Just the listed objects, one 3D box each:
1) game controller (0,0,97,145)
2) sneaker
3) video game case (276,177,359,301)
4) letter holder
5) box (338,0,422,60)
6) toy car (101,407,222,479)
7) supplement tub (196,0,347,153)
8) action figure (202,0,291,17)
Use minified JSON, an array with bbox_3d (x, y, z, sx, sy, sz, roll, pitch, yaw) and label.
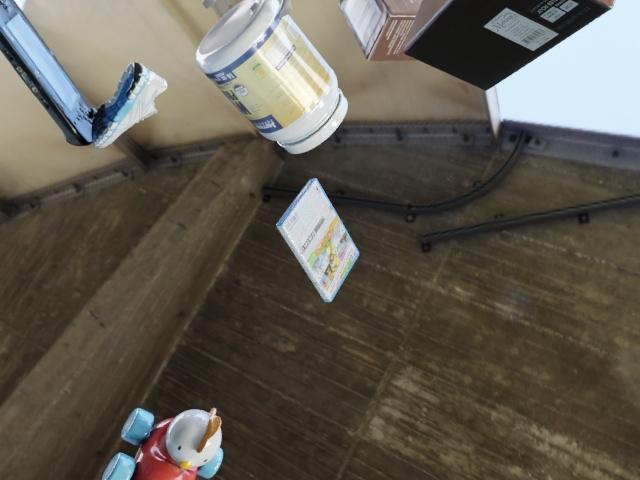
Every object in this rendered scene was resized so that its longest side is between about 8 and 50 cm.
[{"bbox_3d":[-0.516,-0.319,1.161,0.067,0.319,0.166,-32,-148,-3],"label":"game controller"},{"bbox_3d":[-0.345,-0.231,1.153,0.191,0.083,0.071,-41,-122,27],"label":"sneaker"},{"bbox_3d":[0.000,0.000,1.028,0.015,0.166,0.119,-6,-142,38],"label":"video game case"},{"bbox_3d":[0.259,-0.368,0.849,0.152,0.302,0.214,21,-99,-10],"label":"letter holder"},{"bbox_3d":[0.258,-0.532,1.483,0.381,0.143,0.191,-9,-119,-28],"label":"box"},{"bbox_3d":[-0.281,0.435,1.297,0.238,0.219,0.210,-42,-157,37],"label":"toy car"},{"bbox_3d":[-0.104,-0.374,1.460,0.228,0.316,0.228,-28,-143,24],"label":"supplement tub"},{"bbox_3d":[-0.147,-0.617,1.276,0.341,0.178,0.330,-14,-104,-29],"label":"action figure"}]
